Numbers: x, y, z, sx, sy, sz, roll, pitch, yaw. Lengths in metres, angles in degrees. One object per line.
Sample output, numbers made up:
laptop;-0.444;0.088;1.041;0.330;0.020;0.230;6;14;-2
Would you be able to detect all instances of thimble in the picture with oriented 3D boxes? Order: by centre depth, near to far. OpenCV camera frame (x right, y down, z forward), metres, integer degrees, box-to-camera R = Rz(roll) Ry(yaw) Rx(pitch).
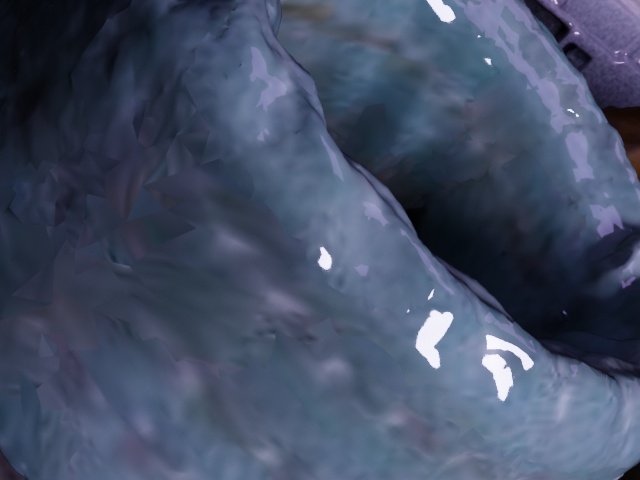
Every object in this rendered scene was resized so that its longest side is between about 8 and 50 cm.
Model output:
thimble;0.000;0.000;0.516;0.235;0.143;0.198;43;32;-21

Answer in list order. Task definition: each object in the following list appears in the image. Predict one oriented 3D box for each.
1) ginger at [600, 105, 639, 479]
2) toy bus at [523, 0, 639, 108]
ginger;0.211;0.109;0.674;0.375;0.176;0.256;35;19;-29
toy bus;0.082;-0.123;0.814;0.342;0.097;0.138;32;29;-30
